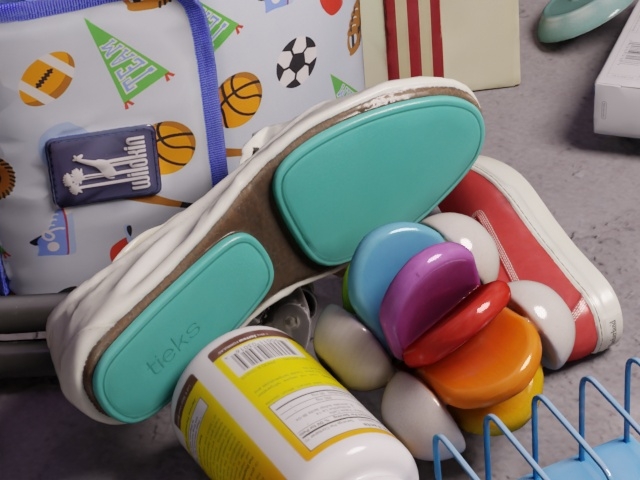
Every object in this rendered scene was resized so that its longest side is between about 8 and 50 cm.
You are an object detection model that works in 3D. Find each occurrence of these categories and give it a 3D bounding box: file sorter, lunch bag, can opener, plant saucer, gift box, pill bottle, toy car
[{"bbox_3d":[0.176,0.170,1.175,0.170,0.104,0.118,-19,39,-17],"label":"file sorter"},{"bbox_3d":[-0.142,-0.141,1.456,0.385,0.328,0.239,-33,46,-33],"label":"lunch bag"},{"bbox_3d":[-0.144,0.072,1.403,0.283,0.076,0.095,-3,5,6],"label":"can opener"},{"bbox_3d":[0.271,-0.245,1.735,0.119,0.021,0.119,-27,21,12],"label":"plant saucer"},{"bbox_3d":[0.094,-0.314,1.702,0.276,0.258,0.255,-11,37,-3],"label":"gift box"},{"bbox_3d":[-0.010,0.160,1.206,0.117,0.117,0.215,-24,40,-22],"label":"pill bottle"},{"bbox_3d":[0.087,0.057,1.231,0.159,0.136,0.182,-40,66,-12],"label":"toy car"}]

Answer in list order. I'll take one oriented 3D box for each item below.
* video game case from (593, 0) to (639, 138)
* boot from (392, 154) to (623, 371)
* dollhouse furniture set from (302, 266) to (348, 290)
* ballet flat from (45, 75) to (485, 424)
[{"bbox_3d":[0.410,-0.170,1.610,0.244,0.061,0.269,8,34,20],"label":"video game case"},{"bbox_3d":[0.110,0.027,1.393,0.176,0.088,0.244,-20,42,-15],"label":"boot"},{"bbox_3d":[0.000,0.000,1.422,0.151,0.076,0.059,-1,52,24],"label":"dollhouse furniture set"},{"bbox_3d":[-0.053,-0.016,1.320,0.400,0.139,0.139,-38,45,-16],"label":"ballet flat"}]
